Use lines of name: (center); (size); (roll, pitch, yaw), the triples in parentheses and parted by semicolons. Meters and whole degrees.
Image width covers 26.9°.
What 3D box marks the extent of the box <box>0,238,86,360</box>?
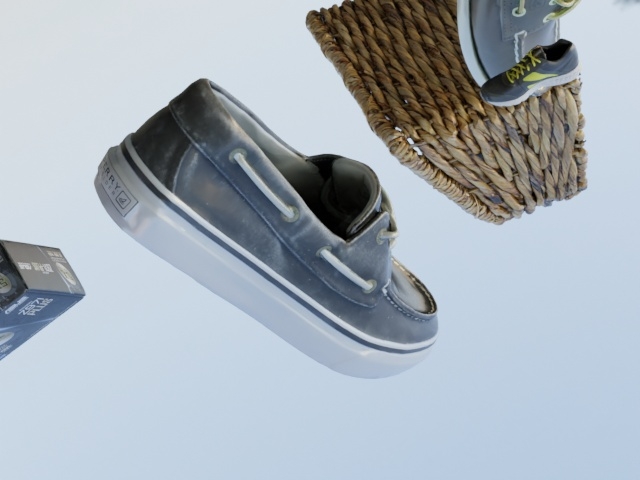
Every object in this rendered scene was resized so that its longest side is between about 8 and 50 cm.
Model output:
box: (-0.408, 0.084, 1.665); (0.180, 0.077, 0.147); (-36, 165, 12)

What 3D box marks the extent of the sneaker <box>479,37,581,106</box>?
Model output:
sneaker: (0.160, -0.132, 1.031); (0.083, 0.035, 0.031); (-23, -128, -5)

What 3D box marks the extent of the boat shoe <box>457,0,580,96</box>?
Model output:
boat shoe: (0.167, -0.227, 1.087); (0.091, 0.305, 0.109); (15, -126, 27)

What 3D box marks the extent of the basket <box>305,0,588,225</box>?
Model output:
basket: (0.137, -0.144, 1.508); (0.223, 0.213, 0.299); (-22, -136, -9)

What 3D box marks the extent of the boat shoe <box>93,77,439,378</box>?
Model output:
boat shoe: (0.000, 0.000, 0.930); (0.119, 0.335, 0.121); (-42, -130, 16)
